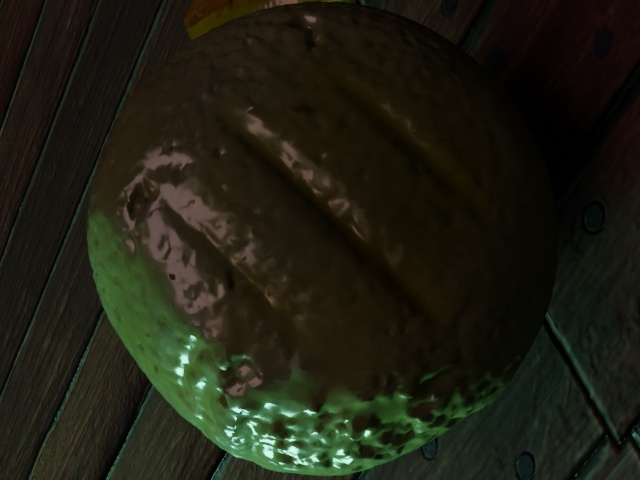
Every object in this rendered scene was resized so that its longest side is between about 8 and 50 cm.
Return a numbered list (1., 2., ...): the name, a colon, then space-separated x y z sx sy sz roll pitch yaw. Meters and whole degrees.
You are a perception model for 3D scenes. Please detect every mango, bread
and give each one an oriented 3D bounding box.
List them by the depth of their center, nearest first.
1. bread: 0.002 -0.004 0.961 0.237 0.321 0.320 115 149 -65
2. mango: -0.034 -0.213 1.250 0.217 0.102 0.141 -13 52 56
